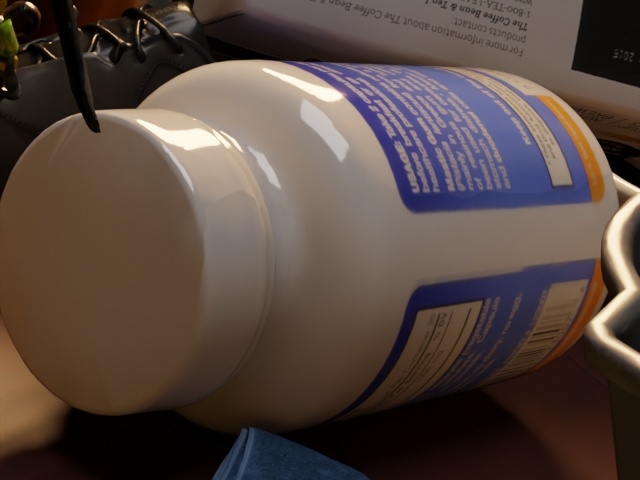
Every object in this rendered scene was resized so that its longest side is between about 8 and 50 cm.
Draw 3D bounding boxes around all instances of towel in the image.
[{"bbox_3d":[-0.013,0.106,0.582,0.067,0.029,0.119,21,17,5],"label":"towel"}]

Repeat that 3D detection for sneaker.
[{"bbox_3d":[-0.116,-0.062,0.820,0.286,0.130,0.109,8,22,-24],"label":"sneaker"}]

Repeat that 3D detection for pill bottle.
[{"bbox_3d":[0.000,0.000,0.710,0.152,0.152,0.272,30,21,33],"label":"pill bottle"}]

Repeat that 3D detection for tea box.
[{"bbox_3d":[0.056,-0.184,1.033,0.329,0.220,0.323,12,-6,-25],"label":"tea box"}]

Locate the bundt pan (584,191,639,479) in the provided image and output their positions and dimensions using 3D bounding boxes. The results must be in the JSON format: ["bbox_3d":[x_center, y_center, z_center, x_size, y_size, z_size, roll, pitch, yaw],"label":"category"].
[{"bbox_3d":[0.228,0.075,0.425,0.331,0.124,0.331,0,28,0],"label":"bundt pan"}]

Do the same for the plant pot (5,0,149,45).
[{"bbox_3d":[-0.210,-0.161,0.953,0.205,0.205,0.188,13,2,-16],"label":"plant pot"}]

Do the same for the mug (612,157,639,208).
[{"bbox_3d":[0.339,-0.108,1.250,0.374,0.276,0.328,-30,51,-27],"label":"mug"}]

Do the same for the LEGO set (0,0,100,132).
[{"bbox_3d":[-0.148,-0.041,0.526,0.192,0.255,0.331,-9,21,-24],"label":"LEGO set"}]
